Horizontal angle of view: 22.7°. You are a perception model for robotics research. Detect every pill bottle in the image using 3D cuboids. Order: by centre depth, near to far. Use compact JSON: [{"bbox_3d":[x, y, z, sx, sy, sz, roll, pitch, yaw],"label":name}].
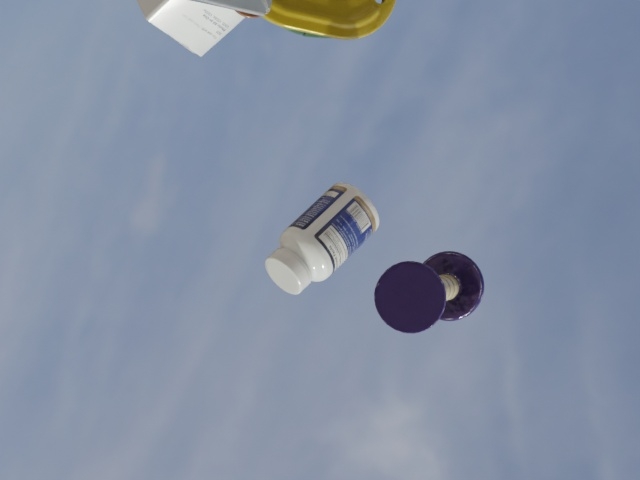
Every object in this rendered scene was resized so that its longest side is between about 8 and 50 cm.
[{"bbox_3d":[0.000,0.000,1.646,0.120,0.067,0.067,-44,-158,-27],"label":"pill bottle"}]

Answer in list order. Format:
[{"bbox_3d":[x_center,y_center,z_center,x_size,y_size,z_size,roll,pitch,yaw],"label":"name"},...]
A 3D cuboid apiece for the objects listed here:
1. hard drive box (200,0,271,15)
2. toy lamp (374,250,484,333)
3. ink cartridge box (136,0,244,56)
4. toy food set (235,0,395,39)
[{"bbox_3d":[-0.137,-0.278,1.184,0.232,0.089,0.181,15,-82,31],"label":"hard drive box"},{"bbox_3d":[0.121,0.052,1.656,0.080,0.080,0.275,-52,171,10],"label":"toy lamp"},{"bbox_3d":[-0.123,-0.413,2.048,0.289,0.121,0.211,-41,-128,16],"label":"ink cartridge box"},{"bbox_3d":[-0.033,-0.267,1.610,0.071,0.218,0.128,162,-63,-65],"label":"toy food set"}]
